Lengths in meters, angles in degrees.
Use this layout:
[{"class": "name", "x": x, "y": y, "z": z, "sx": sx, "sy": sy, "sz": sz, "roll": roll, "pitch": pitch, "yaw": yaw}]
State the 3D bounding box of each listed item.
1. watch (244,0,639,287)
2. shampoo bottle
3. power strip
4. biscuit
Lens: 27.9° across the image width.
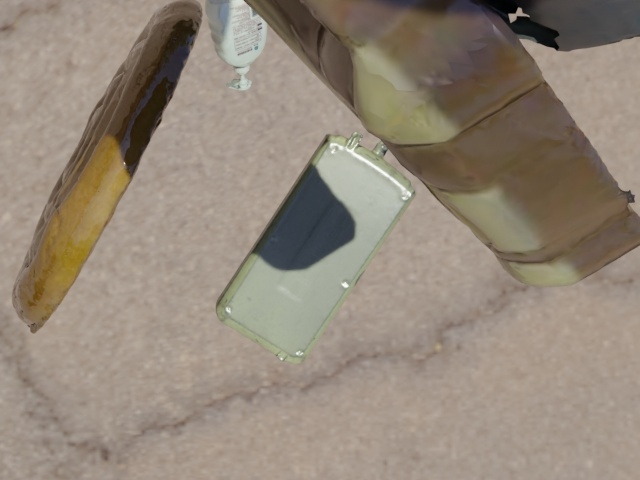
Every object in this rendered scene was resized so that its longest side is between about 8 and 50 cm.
[{"class": "watch", "x": 0.097, "y": -0.204, "z": 0.577, "sx": 0.327, "sy": 0.335, "sz": 0.314, "roll": -44, "pitch": 142, "yaw": 5}, {"class": "shampoo bottle", "x": -0.100, "y": -0.248, "z": 1.597, "sx": 0.077, "sy": 0.045, "sz": 0.152, "roll": -27, "pitch": 139, "yaw": -19}, {"class": "power strip", "x": 0.000, "y": 0.000, "z": 0.894, "sx": 0.076, "sy": 0.028, "sz": 0.169, "roll": 34, "pitch": 94, "yaw": -9}, {"class": "biscuit", "x": -0.157, "y": -0.058, "z": 0.916, "sx": 0.037, "sy": 0.262, "sz": 0.262, "roll": 28, "pitch": 64, "yaw": -15}]
